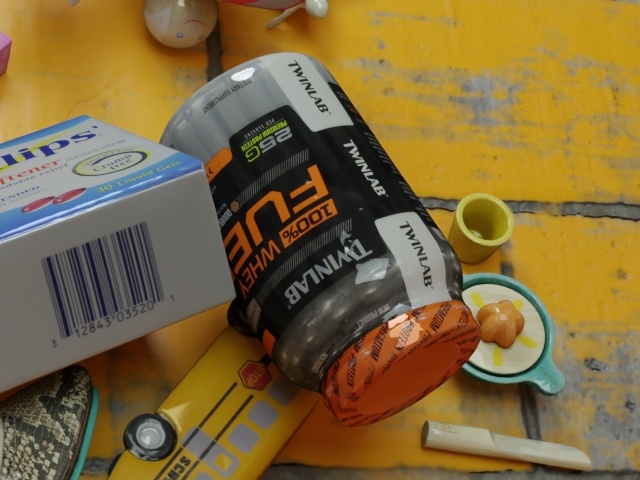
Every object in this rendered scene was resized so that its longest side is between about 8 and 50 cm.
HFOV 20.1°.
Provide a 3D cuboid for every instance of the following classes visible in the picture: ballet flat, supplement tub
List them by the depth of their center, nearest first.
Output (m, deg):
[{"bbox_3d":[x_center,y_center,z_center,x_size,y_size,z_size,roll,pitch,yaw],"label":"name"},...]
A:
[{"bbox_3d":[-0.326,0.301,1.627,0.182,0.164,0.483,25,56,-25],"label":"ballet flat"},{"bbox_3d":[0.000,0.000,1.761,0.207,0.207,0.338,-22,64,-27],"label":"supplement tub"}]

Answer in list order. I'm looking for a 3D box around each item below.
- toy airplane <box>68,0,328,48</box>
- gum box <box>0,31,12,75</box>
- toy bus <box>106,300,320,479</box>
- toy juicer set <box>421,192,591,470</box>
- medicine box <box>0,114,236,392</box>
[{"bbox_3d":[-0.152,-0.359,2.058,0.386,0.272,0.384,19,18,5],"label":"toy airplane"},{"bbox_3d":[-0.447,-0.226,1.977,0.188,0.062,0.107,37,56,6],"label":"gum box"},{"bbox_3d":[-0.110,0.195,1.798,0.130,0.108,0.333,36,56,6],"label":"toy bus"},{"bbox_3d":[0.155,0.105,1.944,0.209,0.089,0.329,-9,63,-21],"label":"toy juicer set"},{"bbox_3d":[-0.272,0.005,1.748,0.263,0.149,0.289,-22,23,-26],"label":"medicine box"}]
